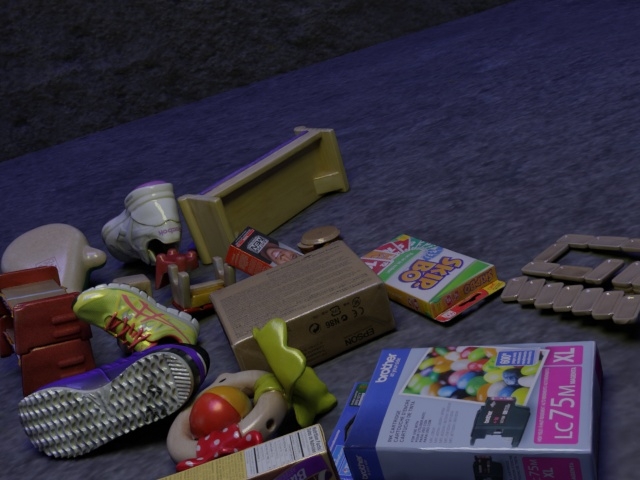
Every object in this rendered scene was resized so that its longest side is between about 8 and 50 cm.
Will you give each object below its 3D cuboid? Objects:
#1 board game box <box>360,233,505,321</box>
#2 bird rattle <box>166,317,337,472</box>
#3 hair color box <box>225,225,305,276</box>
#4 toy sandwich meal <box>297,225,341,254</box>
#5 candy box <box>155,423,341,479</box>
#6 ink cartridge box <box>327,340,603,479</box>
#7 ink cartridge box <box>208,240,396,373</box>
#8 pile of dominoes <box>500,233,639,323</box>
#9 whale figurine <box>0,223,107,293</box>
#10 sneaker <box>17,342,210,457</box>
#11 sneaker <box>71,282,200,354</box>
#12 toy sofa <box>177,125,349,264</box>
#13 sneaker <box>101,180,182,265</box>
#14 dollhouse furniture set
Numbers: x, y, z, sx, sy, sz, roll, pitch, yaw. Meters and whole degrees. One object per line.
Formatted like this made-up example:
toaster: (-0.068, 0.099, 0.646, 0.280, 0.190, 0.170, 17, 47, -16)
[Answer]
board game box: (0.158, 0.053, 1.189, 0.124, 0.039, 0.259, -28, 26, -21)
bird rattle: (-0.102, 0.233, 0.940, 0.207, 0.143, 0.253, -10, 35, 45)
hair color box: (-0.082, 0.037, 1.297, 0.141, 0.043, 0.072, 27, 37, 7)
toy sandwich meal: (0.000, 0.000, 1.428, 0.085, 0.029, 0.085, -13, 20, 5)
candy box: (-0.069, 0.273, 0.786, 0.186, 0.109, 0.053, -18, 24, -2)
ink cartridge box: (0.152, 0.193, 0.867, 0.311, 0.065, 0.186, -8, 25, 25)
ink cartridge box: (-0.032, 0.105, 1.147, 0.234, 0.088, 0.193, -23, 23, -9)
pile of dominoes: (0.383, 0.059, 1.049, 0.196, 0.040, 0.251, -32, 19, -26)
whale figurine: (-0.519, 0.090, 1.510, 0.216, 0.141, 0.272, -26, 50, -17)
sneaker: (-0.280, 0.217, 1.085, 0.293, 0.102, 0.146, -19, 4, 17)
sneaker: (-0.278, 0.135, 1.163, 0.081, 0.208, 0.094, -54, 27, 30)
toy sofa: (-0.124, -0.100, 1.580, 0.177, 0.150, 0.362, 9, 36, 44)
sneaker: (-0.353, 0.003, 1.516, 0.114, 0.152, 0.305, -15, -14, -30)
dollhouse furniture set: (-0.349, 0.122, 1.313, 0.374, 0.152, 0.201, -11, 18, -28)
